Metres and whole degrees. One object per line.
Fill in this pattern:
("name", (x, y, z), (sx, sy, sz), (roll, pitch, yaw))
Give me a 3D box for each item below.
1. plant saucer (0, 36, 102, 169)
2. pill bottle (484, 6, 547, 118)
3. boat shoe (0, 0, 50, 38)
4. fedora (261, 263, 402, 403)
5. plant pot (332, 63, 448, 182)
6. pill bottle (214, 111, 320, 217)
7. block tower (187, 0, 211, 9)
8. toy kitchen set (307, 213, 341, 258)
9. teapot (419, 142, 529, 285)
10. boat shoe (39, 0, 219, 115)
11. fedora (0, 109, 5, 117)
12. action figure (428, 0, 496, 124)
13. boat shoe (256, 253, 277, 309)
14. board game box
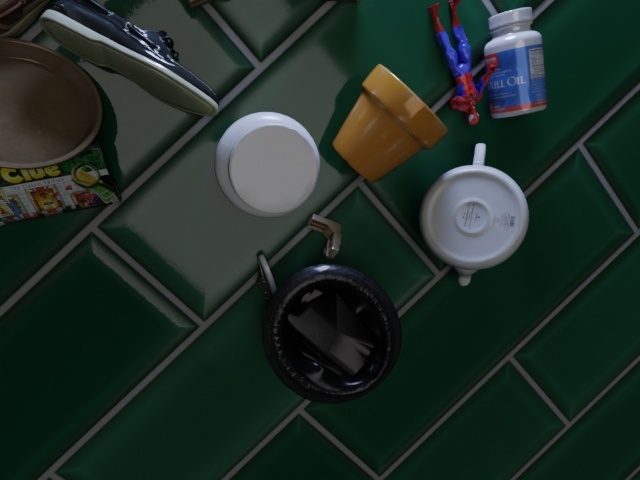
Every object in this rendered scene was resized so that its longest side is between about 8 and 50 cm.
("plant saucer", (-0.554, -0.247, 0.849), (0.278, 0.041, 0.277), (12, 63, -24))
("pill bottle", (0.441, -0.400, 1.056), (0.124, 0.124, 0.221), (-14, 103, -9))
("boat shoe", (-0.516, -0.507, 0.825), (0.342, 0.123, 0.123), (-45, 107, 0))
("fedora", (0.019, 0.203, 1.076), (0.334, 0.152, 0.333), (-2, 99, -10))
("plant pot", (0.133, -0.235, 0.998), (0.205, 0.205, 0.188), (39, 107, -17))
("pill bottle", (-0.106, -0.144, 0.881), (0.188, 0.334, 0.187), (-3, 103, -11))
("block tower", (-0.279, -0.632, 0.868), (0.097, 0.091, 0.335), (-27, 106, -7))
("toy kitchen set", (0.000, 0.000, 1.077), (0.075, 0.083, 0.068), (20, 138, -15))
("teapot", (0.355, -0.057, 1.086), (0.256, 0.187, 0.252), (-40, 80, 15))
("boat shoe", (-0.342, -0.366, 0.899), (0.340, 0.127, 0.113), (24, 73, -13))
("fedora", (-0.624, -0.211, 0.888), (0.195, 0.079, 0.194), (-3, 103, -12))
("action figure", (0.328, -0.394, 1.030), (0.092, 0.139, 0.280), (-21, 108, -6))
("boat shoe", (-0.127, 0.101, 1.078), (0.040, 0.049, 0.142), (-18, 107, -8))
("board game box", (-0.553, -0.110, 0.922), (0.260, 0.030, 0.136), (-13, 130, -9))
